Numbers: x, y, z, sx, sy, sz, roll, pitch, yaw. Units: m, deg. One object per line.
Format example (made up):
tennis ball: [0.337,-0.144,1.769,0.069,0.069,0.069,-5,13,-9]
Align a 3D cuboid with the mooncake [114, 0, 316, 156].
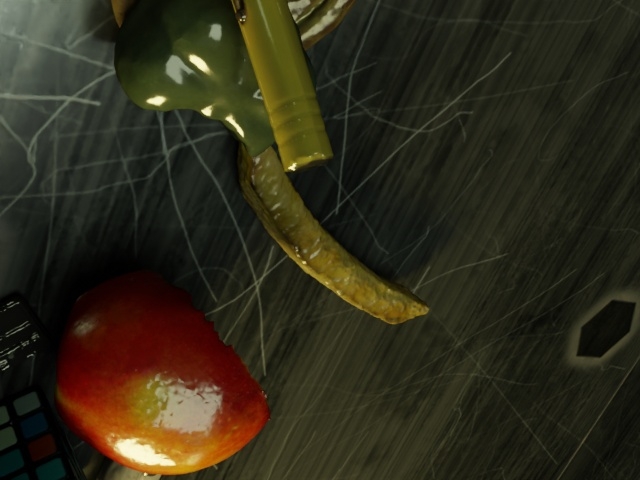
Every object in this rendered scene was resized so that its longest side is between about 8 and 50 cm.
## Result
mooncake: [-0.092,-0.152,0.814,0.175,0.104,0.168,-7,138,-19]

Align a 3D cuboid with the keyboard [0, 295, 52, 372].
keyboard: [-0.400,0.140,0.927,0.250,0.017,0.087,-30,135,-10]

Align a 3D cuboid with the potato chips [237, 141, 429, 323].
potato chips: [0.000,0.000,1.052,0.080,0.057,0.407,-43,135,2]

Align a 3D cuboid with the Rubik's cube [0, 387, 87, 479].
Rubik's cube: [-0.333,0.303,0.976,0.182,0.187,0.184,-25,135,-16]

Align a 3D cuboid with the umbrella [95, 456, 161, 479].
umbrella: [-0.243,0.306,1.115,0.067,0.073,0.337,21,112,-19]

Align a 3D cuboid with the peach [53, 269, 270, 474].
peach: [-0.154,0.135,0.950,0.226,0.196,0.190,10,128,-10]

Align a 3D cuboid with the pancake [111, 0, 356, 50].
pancake: [-0.073,-0.255,0.830,0.250,0.031,0.250,-15,131,-18]

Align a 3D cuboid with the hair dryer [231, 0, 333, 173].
hair dryer: [-0.039,-0.192,0.718,0.134,0.090,0.279,-18,91,-38]
